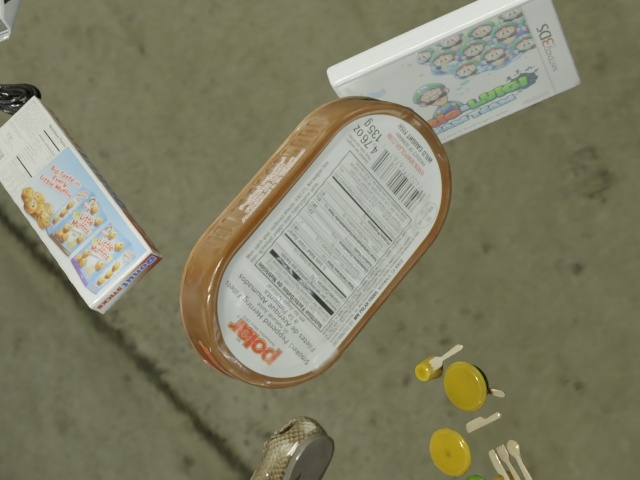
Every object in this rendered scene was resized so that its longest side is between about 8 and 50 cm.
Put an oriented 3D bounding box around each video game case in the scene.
[{"bbox_3d":[0.097,-0.115,1.062,0.157,0.143,0.019,-23,64,10],"label":"video game case"}]

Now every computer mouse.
[{"bbox_3d":[-0.287,-0.207,1.326,0.106,0.042,0.193,6,95,28],"label":"computer mouse"}]

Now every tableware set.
[{"bbox_3d":[0.138,0.176,1.416,0.104,0.024,0.154,-36,79,42],"label":"tableware set"}]

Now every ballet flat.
[{"bbox_3d":[-0.064,0.278,1.488,0.058,0.084,0.250,38,110,35],"label":"ballet flat"}]

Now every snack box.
[{"bbox_3d":[-0.192,-0.029,1.151,0.064,0.022,0.178,-42,63,5],"label":"snack box"}]

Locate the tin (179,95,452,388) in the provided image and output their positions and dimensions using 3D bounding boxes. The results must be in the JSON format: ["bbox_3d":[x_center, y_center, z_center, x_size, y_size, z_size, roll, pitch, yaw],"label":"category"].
[{"bbox_3d":[0.000,0.000,0.870,0.106,0.189,0.040,45,165,-23],"label":"tin"}]
